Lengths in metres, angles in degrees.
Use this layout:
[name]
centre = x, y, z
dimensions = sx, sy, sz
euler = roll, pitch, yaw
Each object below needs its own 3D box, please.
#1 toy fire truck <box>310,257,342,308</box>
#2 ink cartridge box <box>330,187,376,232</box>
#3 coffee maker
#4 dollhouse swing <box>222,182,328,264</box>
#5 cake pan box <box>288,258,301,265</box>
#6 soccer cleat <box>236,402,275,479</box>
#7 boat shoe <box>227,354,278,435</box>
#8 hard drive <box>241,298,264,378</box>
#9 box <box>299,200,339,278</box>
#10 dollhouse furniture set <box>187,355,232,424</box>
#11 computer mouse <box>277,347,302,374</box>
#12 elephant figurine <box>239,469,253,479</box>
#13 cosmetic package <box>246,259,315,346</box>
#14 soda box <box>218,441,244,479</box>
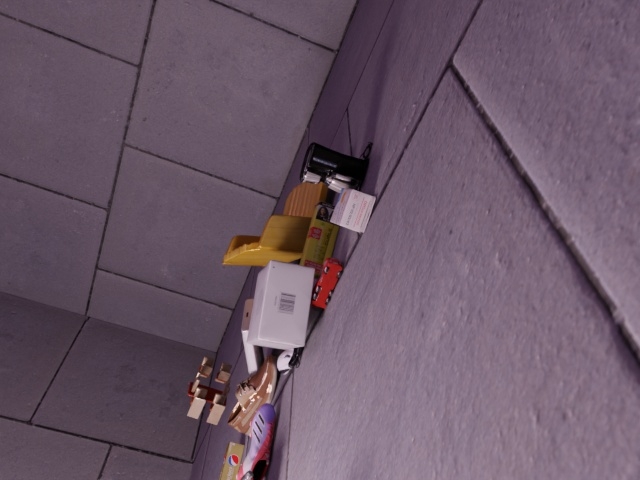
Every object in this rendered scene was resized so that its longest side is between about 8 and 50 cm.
[toy fire truck]
centre = 0.006, 0.124, 1.633
dimensions = 0.135, 0.047, 0.192
euler = -102, 32, -68
[ink cartridge box]
centre = 0.086, -0.084, 1.543
dimensions = 0.181, 0.062, 0.104
euler = -150, 79, -78
[coffee maker]
centre = 0.041, -0.229, 1.692
dimensions = 0.120, 0.178, 0.171
euler = 135, 152, -64
[dollhouse swing]
centre = -0.163, -0.082, 2.030
dimensions = 0.347, 0.315, 0.304
euler = -20, 69, 59
[cake pan box]
centre = -0.130, 0.130, 2.227
dimensions = 0.267, 0.070, 0.245
euler = 132, 152, -61
[soccer cleat]
centre = -0.172, 0.608, 1.681
dimensions = 0.095, 0.083, 0.248
euler = -10, 52, 44
[boat shoe]
centre = -0.233, 0.531, 1.944
dimensions = 0.123, 0.116, 0.324
euler = -104, 34, -69
[hard drive]
centre = -0.241, 0.396, 2.065
dimensions = 0.203, 0.040, 0.307
euler = -95, 1, -64
[box]
centre = 0.000, 0.000, 1.764
dimensions = 0.058, 0.087, 0.232
euler = 140, 148, -69
[dollhouse furniture set]
centre = -0.379, 0.601, 2.167
dimensions = 0.262, 0.259, 0.135
euler = -99, 33, -68
[computer mouse]
centre = -0.103, 0.370, 1.773
dimensions = 0.193, 0.042, 0.106
euler = 126, 159, -56
[elephant figurine]
centre = -0.196, 0.750, 1.417
dimensions = 0.169, 0.186, 0.239
euler = -26, 35, 6
[cosmetic package]
centre = -0.119, 0.195, 1.659
dimensions = 0.225, 0.138, 0.224
euler = 144, 137, -69
[soda box]
centre = -0.332, 0.839, 2.077
dimensions = 0.061, 0.058, 0.181
euler = 124, 161, -53
